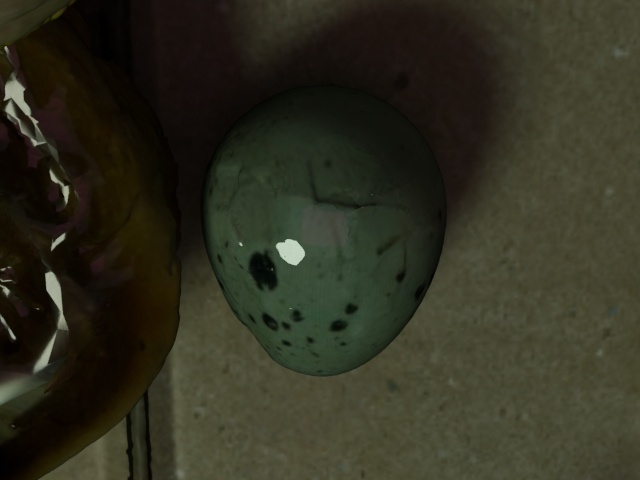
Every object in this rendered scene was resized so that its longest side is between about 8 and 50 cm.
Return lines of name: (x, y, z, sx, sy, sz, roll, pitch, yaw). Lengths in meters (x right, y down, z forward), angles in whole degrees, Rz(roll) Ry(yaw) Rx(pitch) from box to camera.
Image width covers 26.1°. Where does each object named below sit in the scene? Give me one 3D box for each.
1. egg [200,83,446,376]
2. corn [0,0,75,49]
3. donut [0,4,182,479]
egg: (0.000, 0.000, 0.720, 0.131, 0.131, 0.164, 0, 115, -5)
corn: (-0.103, -0.180, 0.573, 0.123, 0.305, 0.122, -30, 111, 40)
donut: (-0.218, -0.017, 0.693, 0.330, 0.160, 0.330, 2, 118, 3)
